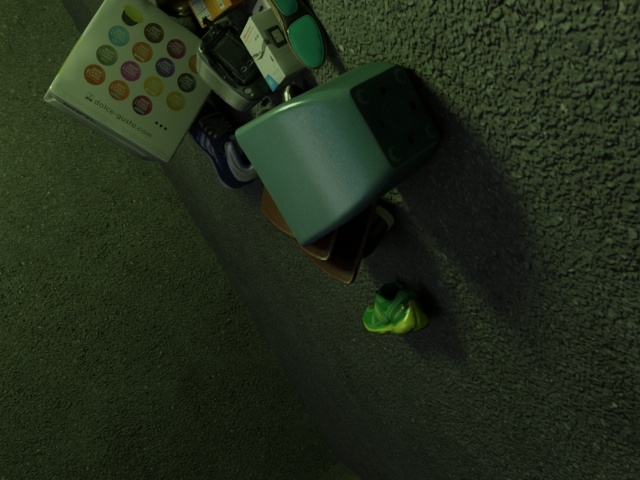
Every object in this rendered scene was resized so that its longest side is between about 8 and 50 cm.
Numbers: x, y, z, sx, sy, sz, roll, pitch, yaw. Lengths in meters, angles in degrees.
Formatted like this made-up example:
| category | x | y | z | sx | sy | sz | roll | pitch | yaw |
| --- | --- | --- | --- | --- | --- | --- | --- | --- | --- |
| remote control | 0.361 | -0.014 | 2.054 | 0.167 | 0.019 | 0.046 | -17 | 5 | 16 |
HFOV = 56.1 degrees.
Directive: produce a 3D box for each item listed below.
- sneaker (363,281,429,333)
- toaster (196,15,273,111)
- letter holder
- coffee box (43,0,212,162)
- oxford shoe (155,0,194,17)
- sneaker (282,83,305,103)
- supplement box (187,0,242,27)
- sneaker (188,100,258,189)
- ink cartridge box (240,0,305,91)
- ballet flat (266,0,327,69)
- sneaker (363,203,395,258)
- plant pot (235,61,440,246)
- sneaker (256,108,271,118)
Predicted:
| category | x | y | z | sx | sy | sz | roll | pitch | yaw |
| --- | --- | --- | --- | --- | --- | --- | --- | --- | --- |
| sneaker | 0.184 | 0.165 | 1.492 | 0.295 | 0.109 | 0.123 | 153 | 107 | -72 |
| toaster | -0.206 | -0.407 | 1.414 | 0.227 | 0.129 | 0.146 | 40 | 165 | -9 |
| letter holder | -0.025 | -0.041 | 1.358 | 0.302 | 0.152 | 0.214 | 35 | 113 | 63 |
| coffee box | -0.519 | -0.446 | 1.670 | 0.338 | 0.334 | 0.338 | 32 | 173 | -27 |
| oxford shoe | -0.407 | -0.668 | 1.597 | 0.227 | 0.083 | 0.096 | 46 | 153 | 26 |
| sneaker | 0.007 | -0.249 | 1.311 | 0.097 | 0.084 | 0.234 | -28 | 93 | 39 |
| supplement box | -0.224 | -0.550 | 1.352 | 0.233 | 0.078 | 0.080 | 16 | 138 | 62 |
| sneaker | -0.280 | -0.318 | 1.801 | 0.322 | 0.130 | 0.236 | 63 | 150 | -2 |
| ink cartridge box | -0.114 | -0.427 | 1.304 | 0.180 | 0.060 | 0.104 | 59 | 161 | -5 |
| ballet flat | -0.047 | -0.427 | 1.166 | 0.206 | 0.073 | 0.067 | 63 | -173 | -10 |
| sneaker | 0.093 | 0.000 | 1.390 | 0.078 | 0.106 | 0.234 | 39 | 158 | 3 |
| plant pot | 0.053 | -0.173 | 1.053 | 0.252 | 0.247 | 0.248 | -22 | 101 | 53 |
| sneaker | -0.078 | -0.182 | 1.527 | 0.121 | 0.108 | 0.302 | 34 | 149 | 56 |
